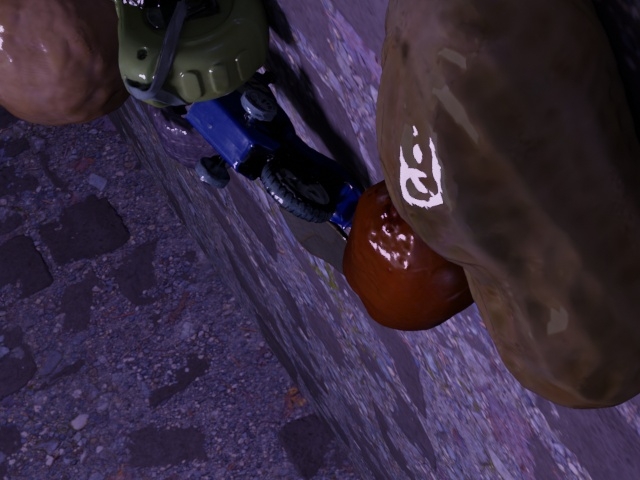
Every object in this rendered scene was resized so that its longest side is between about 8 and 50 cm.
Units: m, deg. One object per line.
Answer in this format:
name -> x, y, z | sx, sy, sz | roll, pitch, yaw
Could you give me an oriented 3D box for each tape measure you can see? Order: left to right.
tape measure -> -0.144, -0.228, 1.412 | 0.106, 0.175, 0.200 | 80, -179, -47

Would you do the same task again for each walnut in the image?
walnut -> -0.377, -0.337, 1.832 | 0.381, 0.381, 0.381 | 56, 170, 15

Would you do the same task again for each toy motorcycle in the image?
toy motorcycle -> -0.070, -0.125, 1.503 | 0.315, 0.113, 0.169 | 46, -155, 20

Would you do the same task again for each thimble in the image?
thimble -> -0.146, -0.170, 1.697 | 0.150, 0.150, 0.097 | 54, 168, 27

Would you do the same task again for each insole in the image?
insole -> 0.000, 0.000, 1.867 | 0.119, 0.009, 0.348 | 61, 170, -15

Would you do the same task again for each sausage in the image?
sausage -> 0.085, 0.014, 1.157 | 0.133, 0.133, 0.258 | 57, 169, 8

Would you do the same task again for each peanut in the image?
peanut -> 0.125, -0.030, 0.779 | 0.313, 0.152, 0.152 | 61, 170, -27

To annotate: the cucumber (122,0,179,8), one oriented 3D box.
cucumber -> -0.182, -0.384, 1.301 | 0.081, 0.072, 0.303 | 14, 122, 32
